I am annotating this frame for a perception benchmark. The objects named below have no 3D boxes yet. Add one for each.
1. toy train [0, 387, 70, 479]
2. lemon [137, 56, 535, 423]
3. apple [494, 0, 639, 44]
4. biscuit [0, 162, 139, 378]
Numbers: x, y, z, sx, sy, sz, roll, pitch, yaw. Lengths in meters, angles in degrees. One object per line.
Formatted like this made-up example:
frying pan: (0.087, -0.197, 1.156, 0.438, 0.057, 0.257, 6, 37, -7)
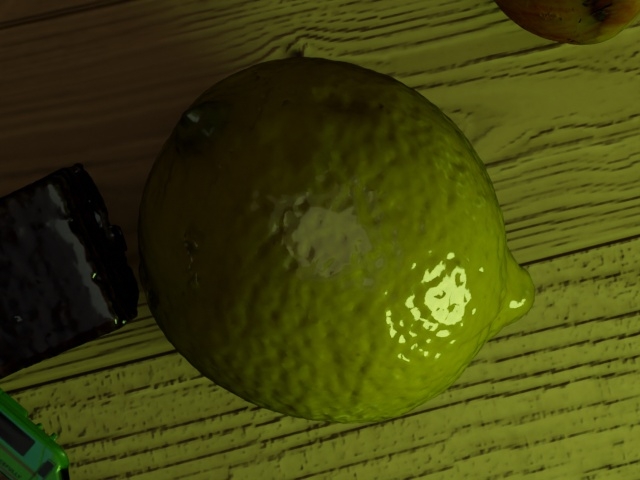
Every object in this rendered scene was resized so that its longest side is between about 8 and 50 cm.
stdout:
toy train: (-0.231, 0.115, 1.138, 0.209, 0.044, 0.042, 40, 82, -1)
lemon: (0.007, 0.005, 1.081, 0.253, 0.228, 0.228, 34, 82, -3)
apple: (0.184, -0.202, 1.163, 0.146, 0.146, 0.147, 1, 85, -6)
biscuit: (-0.305, 0.074, 1.076, 0.388, 0.073, 0.107, -23, 95, 5)
